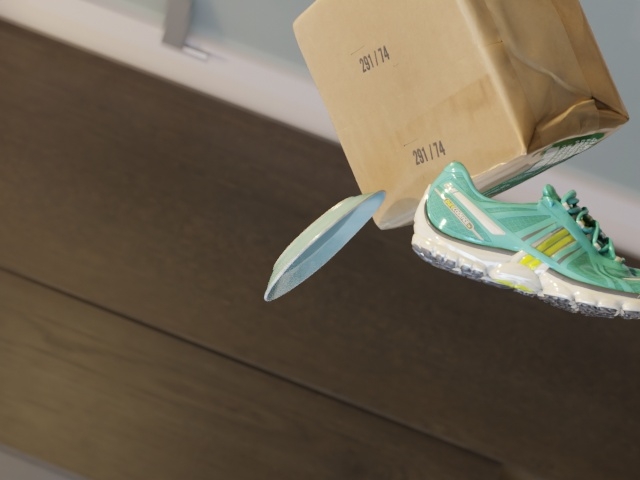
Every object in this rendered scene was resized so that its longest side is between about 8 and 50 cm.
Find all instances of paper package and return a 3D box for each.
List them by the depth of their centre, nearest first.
[{"bbox_3d":[0.150,-0.199,1.470,0.168,0.309,0.325,-20,-5,-32],"label":"paper package"}]

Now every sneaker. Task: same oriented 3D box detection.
[{"bbox_3d":[0.224,0.005,1.176,0.107,0.275,0.110,50,-120,-84],"label":"sneaker"}]

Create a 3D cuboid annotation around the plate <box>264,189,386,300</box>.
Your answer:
[{"bbox_3d":[0.000,0.000,1.454,0.188,0.024,0.188,-42,-8,-7],"label":"plate"}]
